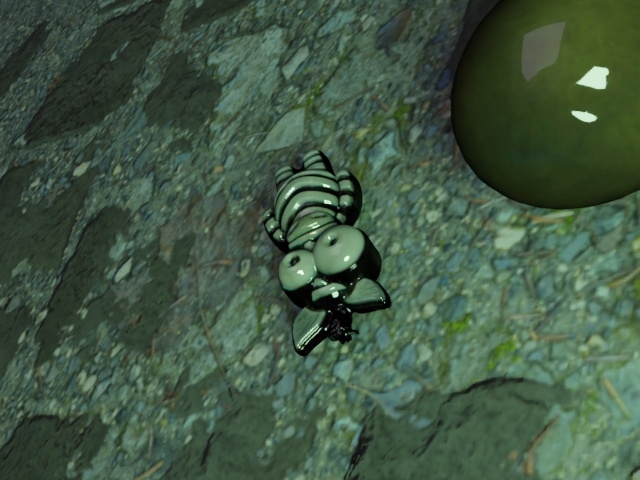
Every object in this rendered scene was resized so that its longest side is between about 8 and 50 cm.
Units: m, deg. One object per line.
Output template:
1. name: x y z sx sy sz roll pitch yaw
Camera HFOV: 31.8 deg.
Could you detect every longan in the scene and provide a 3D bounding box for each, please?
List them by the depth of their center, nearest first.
1. longan: 0.177 -0.105 0.766 0.189 0.189 0.189 -27 40 26

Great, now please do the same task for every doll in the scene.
1. doll: 0.000 0.000 0.932 0.091 0.067 0.219 -27 41 10
